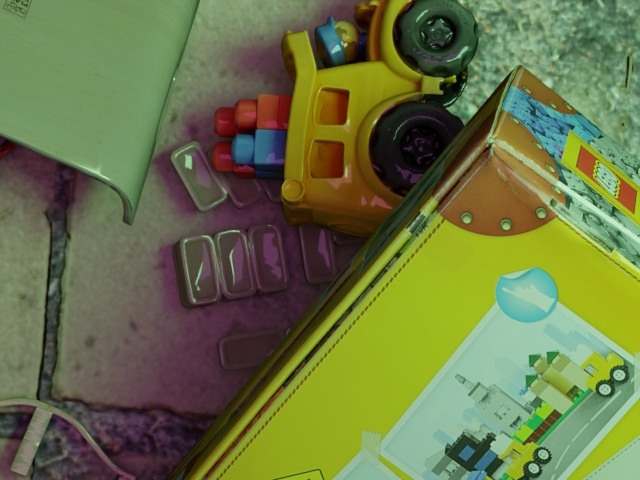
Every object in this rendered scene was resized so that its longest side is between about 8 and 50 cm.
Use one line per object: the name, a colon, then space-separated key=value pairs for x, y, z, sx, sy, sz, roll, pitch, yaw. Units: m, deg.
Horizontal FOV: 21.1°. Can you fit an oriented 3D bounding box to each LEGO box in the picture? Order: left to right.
LEGO box: x=0.123 y=0.188 z=1.294 sx=0.372 sy=0.193 sz=0.500 roll=39 pitch=113 yaw=-3

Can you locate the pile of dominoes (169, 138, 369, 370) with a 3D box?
pile of dominoes: x=0.000 y=0.000 z=1.480 sx=0.251 sy=0.040 sz=0.196 roll=-9 pitch=86 yaw=-15

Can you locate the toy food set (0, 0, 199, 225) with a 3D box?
toy food set: x=-0.255 y=-0.167 z=1.371 sx=0.306 sy=0.092 sz=0.219 roll=24 pitch=60 yaw=-17

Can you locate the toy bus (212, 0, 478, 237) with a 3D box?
toy bus: x=0.019 y=-0.111 z=1.416 sx=0.211 sy=0.149 sz=0.220 roll=6 pitch=80 yaw=3

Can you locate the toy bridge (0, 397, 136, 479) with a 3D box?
toy bridge: x=-0.241 y=0.166 z=1.441 sx=0.188 sy=0.026 sz=0.063 roll=23 pitch=84 yaw=-6

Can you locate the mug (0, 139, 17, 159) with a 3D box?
mug: x=-0.339 y=-0.113 z=1.412 sx=0.113 sy=0.150 sz=0.169 roll=-19 pitch=86 yaw=29
